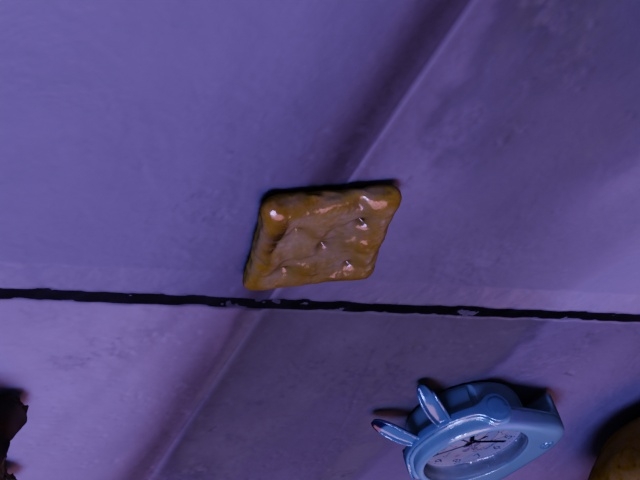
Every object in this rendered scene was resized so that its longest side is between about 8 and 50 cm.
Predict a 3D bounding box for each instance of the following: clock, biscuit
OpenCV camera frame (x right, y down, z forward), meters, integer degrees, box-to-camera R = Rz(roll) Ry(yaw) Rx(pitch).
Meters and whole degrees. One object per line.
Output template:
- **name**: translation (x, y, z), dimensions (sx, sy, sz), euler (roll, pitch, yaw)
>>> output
- **clock**: translation (0.110, 0.148, 0.912), dimensions (0.147, 0.045, 0.108), euler (20, 131, -42)
- **biscuit**: translation (0.000, 0.000, 0.669), dimensions (0.081, 0.018, 0.083), euler (-6, 146, -19)

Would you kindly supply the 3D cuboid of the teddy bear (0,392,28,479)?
- **teddy bear**: translation (-0.229, 0.146, 0.728), dimensions (0.119, 0.078, 0.160), euler (-50, 178, -30)

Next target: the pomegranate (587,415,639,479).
- **pomegranate**: translation (0.322, 0.221, 0.993), dimensions (0.196, 0.196, 0.196), euler (-12, 147, -8)
